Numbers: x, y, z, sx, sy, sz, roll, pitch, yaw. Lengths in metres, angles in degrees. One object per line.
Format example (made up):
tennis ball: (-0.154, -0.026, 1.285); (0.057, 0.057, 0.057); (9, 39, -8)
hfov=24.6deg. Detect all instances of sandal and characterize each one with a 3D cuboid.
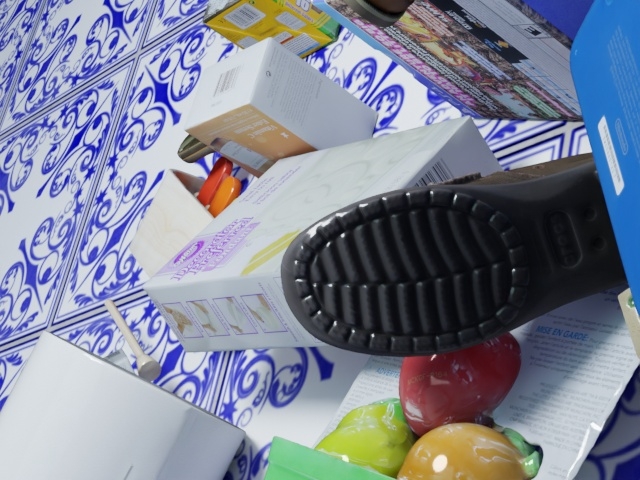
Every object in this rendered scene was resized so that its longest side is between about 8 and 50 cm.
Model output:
sandal: (-0.077, -0.136, 1.827); (0.219, 0.060, 0.090); (-23, 22, 19)

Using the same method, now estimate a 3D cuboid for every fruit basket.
fruit basket: (0.110, 0.175, 1.238); (0.353, 0.165, 0.327); (-52, 28, -19)

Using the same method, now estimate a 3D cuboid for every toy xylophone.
toy xylophone: (-0.162, 0.035, 1.792); (0.236, 0.081, 0.323); (-58, 30, 16)

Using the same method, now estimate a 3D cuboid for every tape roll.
tape roll: (-0.223, 0.223, 1.557); (0.246, 0.246, 0.169); (16, 77, 59)

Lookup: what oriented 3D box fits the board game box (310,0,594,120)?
board game box: (0.177, -0.228, 1.374); (0.291, 0.232, 0.141); (9, 71, 58)

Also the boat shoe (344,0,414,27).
boat shoe: (0.066, -0.317, 1.275); (0.104, 0.110, 0.307); (-35, 37, 36)

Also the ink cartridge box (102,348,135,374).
ink cartridge box: (-0.219, 0.188, 1.730); (0.029, 0.115, 0.063); (-26, 11, -10)

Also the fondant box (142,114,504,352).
fondant box: (0.000, 0.000, 1.482); (0.238, 0.096, 0.330); (-45, 19, -31)

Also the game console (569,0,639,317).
game console: (0.320, -0.111, 1.041); (0.250, 0.173, 0.293); (112, 159, -47)

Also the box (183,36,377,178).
box: (-0.044, -0.135, 1.680); (0.130, 0.170, 0.091); (-18, 48, 49)

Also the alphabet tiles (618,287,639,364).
alphabet tiles: (0.338, 0.068, 0.994); (0.285, 0.011, 0.343); (-40, 49, 38)

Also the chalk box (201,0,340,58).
chalk box: (-0.044, -0.355, 1.918); (0.132, 0.132, 0.213); (-20, 47, 49)

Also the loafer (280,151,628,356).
loafer: (0.149, 0.008, 1.205); (0.130, 0.365, 0.134); (-118, 17, -87)
